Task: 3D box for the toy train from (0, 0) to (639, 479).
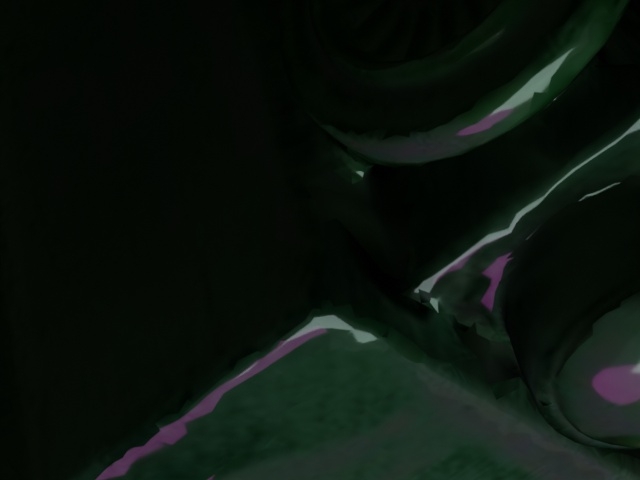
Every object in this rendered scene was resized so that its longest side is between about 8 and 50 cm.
[{"bbox_3d":[0.012,-0.046,0.452,0.202,0.266,0.145,-37,134,23],"label":"toy train"}]
